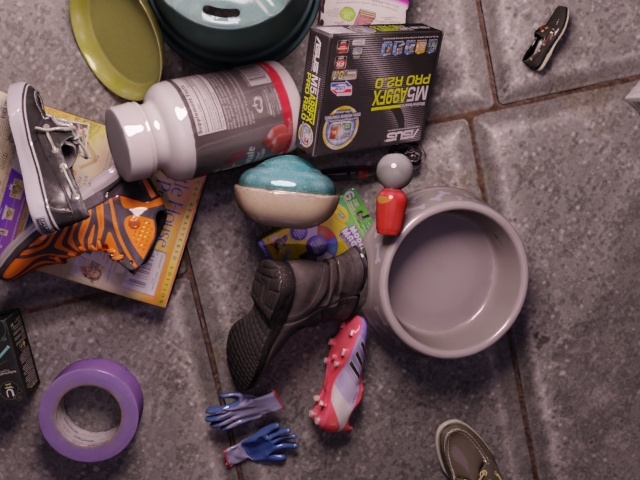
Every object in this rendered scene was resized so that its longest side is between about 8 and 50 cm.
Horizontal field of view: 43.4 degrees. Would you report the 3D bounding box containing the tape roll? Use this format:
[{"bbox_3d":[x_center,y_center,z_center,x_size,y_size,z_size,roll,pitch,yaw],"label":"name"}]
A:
[{"bbox_3d":[-0.447,0.331,1.577,0.189,0.080,0.188,-1,98,-4],"label":"tape roll"}]

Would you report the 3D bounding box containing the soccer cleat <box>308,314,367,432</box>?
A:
[{"bbox_3d":[0.055,0.269,1.618,0.095,0.083,0.247,16,96,-25],"label":"soccer cleat"}]

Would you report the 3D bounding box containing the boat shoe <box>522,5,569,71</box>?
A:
[{"bbox_3d":[0.439,-0.397,1.563,0.042,0.049,0.133,24,100,-16],"label":"boat shoe"}]

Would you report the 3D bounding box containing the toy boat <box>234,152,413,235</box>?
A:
[{"bbox_3d":[0.005,-0.095,1.445,0.319,0.267,0.148,5,95,-6],"label":"toy boat"}]

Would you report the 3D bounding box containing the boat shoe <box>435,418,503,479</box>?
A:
[{"bbox_3d":[0.332,0.512,1.662,0.109,0.091,0.304,-26,99,-1],"label":"boat shoe"}]

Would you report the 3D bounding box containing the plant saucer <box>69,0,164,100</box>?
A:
[{"bbox_3d":[-0.357,-0.369,1.438,0.037,0.241,0.241,-38,102,-39],"label":"plant saucer"}]

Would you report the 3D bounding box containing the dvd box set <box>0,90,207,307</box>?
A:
[{"bbox_3d":[-0.449,-0.076,1.528,0.421,0.062,0.307,17,96,-7],"label":"dvd box set"}]

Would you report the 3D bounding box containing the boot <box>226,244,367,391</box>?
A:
[{"bbox_3d":[-0.040,0.159,1.552,0.223,0.118,0.338,-6,140,-35],"label":"boot"}]

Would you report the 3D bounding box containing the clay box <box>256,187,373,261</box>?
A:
[{"bbox_3d":[0.000,0.000,1.581,0.222,0.053,0.127,-29,100,1],"label":"clay box"}]

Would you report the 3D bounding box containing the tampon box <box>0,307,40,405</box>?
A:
[{"bbox_3d":[-0.624,0.227,1.535,0.121,0.101,0.160,-11,100,-3],"label":"tampon box"}]

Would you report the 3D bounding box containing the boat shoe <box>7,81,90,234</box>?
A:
[{"bbox_3d":[-0.461,-0.156,1.382,0.105,0.113,0.306,-18,58,-7],"label":"boat shoe"}]

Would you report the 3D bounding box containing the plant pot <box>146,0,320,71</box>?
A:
[{"bbox_3d":[-0.155,-0.464,1.361,0.341,0.334,0.340,-1,99,-4],"label":"plant pot"}]

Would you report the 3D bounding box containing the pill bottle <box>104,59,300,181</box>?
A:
[{"bbox_3d":[-0.206,-0.205,1.421,0.319,0.176,0.176,-18,100,-25],"label":"pill bottle"}]

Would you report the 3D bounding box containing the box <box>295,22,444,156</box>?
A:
[{"bbox_3d":[0.089,-0.274,1.442,0.270,0.060,0.216,-12,123,-36],"label":"box"}]

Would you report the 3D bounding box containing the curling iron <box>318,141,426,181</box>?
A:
[{"bbox_3d":[0.070,-0.146,1.577,0.274,0.035,0.068,-13,82,0],"label":"curling iron"}]

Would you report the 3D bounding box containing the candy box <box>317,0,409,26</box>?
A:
[{"bbox_3d":[0.078,-0.432,1.482,0.159,0.071,0.233,6,117,-6],"label":"candy box"}]

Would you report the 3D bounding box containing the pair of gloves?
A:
[{"bbox_3d":[-0.138,0.376,1.613,0.159,0.023,0.198,-18,117,2],"label":"pair of gloves"}]

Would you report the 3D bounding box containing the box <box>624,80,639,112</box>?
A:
[{"bbox_3d":[0.678,-0.279,1.574,0.102,0.101,0.087,39,93,-10],"label":"box"}]

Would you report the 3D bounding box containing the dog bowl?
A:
[{"bbox_3d":[0.246,0.071,1.562,0.349,0.102,0.348,-2,98,-14],"label":"dog bowl"}]

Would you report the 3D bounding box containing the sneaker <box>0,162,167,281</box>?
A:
[{"bbox_3d":[-0.417,0.011,1.447,0.321,0.124,0.180,-37,98,1],"label":"sneaker"}]
